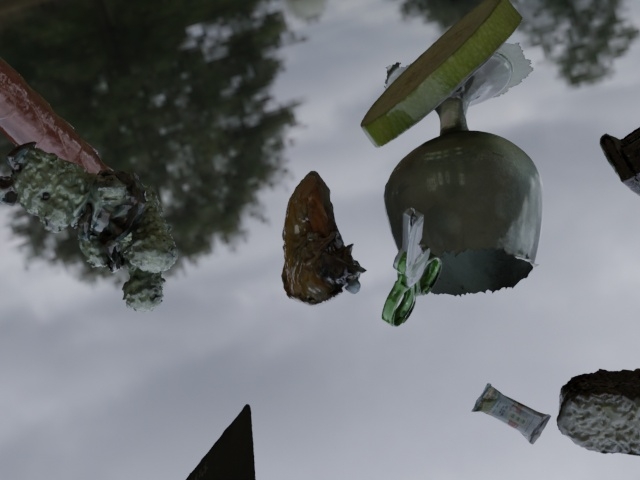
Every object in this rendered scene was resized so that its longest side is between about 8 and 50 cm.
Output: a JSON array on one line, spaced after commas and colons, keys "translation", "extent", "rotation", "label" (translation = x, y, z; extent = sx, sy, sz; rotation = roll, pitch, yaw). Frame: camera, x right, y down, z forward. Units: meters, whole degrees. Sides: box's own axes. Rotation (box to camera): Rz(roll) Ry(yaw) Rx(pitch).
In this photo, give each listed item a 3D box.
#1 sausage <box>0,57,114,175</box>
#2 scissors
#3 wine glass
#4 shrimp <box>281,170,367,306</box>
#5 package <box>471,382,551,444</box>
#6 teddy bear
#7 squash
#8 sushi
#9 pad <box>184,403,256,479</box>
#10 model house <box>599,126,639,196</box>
[{"translation": [-0.405, -0.149, 2.224], "extent": [0.088, 0.433, 0.087], "rotation": [-18, -129, 23], "label": "sausage"}, {"translation": [0.103, 0.023, 1.701], "extent": [0.027, 0.204, 0.101], "rotation": [31, -113, 20], "label": "scissors"}, {"translation": [0.203, -0.095, 2.119], "extent": [0.238, 0.322, 0.238], "rotation": [-4, 160, -2], "label": "wine glass"}, {"translation": [0.000, 0.000, 1.784], "extent": [0.062, 0.164, 0.317], "rotation": [-3, -175, -14], "label": "shrimp"}, {"translation": [0.198, 0.180, 1.560], "extent": [0.037, 0.110, 0.015], "rotation": [-59, -143, 1], "label": "package"}, {"translation": [-0.223, -0.035, 1.530], "extent": [0.111, 0.213, 0.133], "rotation": [-51, 176, -40], "label": "teddy bear"}, {"translation": [0.149, -0.213, 1.900], "extent": [0.252, 0.049, 0.252], "rotation": [-41, -173, 6], "label": "squash"}, {"translation": [0.343, 0.193, 1.693], "extent": [0.150, 0.090, 0.078], "rotation": [-5, -160, 17], "label": "sushi"}, {"translation": [-0.085, 0.213, 1.197], "extent": [0.003, 0.112, 0.157], "rotation": [13, 138, -23], "label": "pad"}, {"translation": [0.454, -0.133, 1.962], "extent": [0.152, 0.106, 0.165], "rotation": [-35, -144, 15], "label": "model house"}]
